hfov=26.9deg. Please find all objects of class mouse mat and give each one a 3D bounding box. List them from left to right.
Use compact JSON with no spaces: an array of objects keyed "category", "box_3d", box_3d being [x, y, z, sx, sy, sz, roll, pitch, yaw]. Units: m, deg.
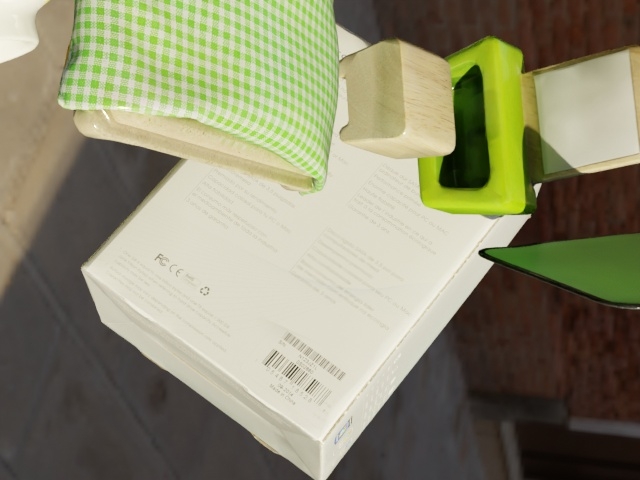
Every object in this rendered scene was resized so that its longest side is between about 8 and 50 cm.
[{"category":"mouse mat","box_3d":[0.200,0.011,0.725,0.153,0.190,0.007,-154,-120,-67]}]

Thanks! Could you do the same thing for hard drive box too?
[{"category":"hard drive box","box_3d":[0.000,0.000,0.828,0.232,0.181,0.089,-49,163,-20]}]

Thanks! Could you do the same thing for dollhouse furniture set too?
[{"category":"dollhouse furniture set","box_3d":[0.042,-0.128,0.605,0.302,0.151,0.197,12,71,-53]}]

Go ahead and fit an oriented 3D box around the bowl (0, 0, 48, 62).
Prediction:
[{"category":"bowl","box_3d":[-0.256,-0.191,0.862,0.289,0.290,0.156,-15,93,-73]}]
